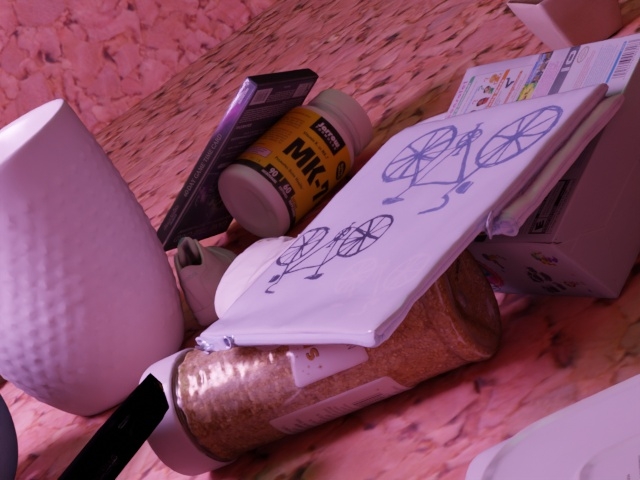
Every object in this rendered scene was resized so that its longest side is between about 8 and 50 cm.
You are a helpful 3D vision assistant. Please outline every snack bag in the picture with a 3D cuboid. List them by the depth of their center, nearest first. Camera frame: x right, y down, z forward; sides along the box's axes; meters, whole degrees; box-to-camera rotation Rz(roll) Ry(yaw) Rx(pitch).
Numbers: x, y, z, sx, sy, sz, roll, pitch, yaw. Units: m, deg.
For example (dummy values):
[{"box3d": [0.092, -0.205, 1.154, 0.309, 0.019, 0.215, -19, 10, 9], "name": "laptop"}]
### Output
[{"box3d": [0.073, -0.011, 1.454, 0.342, 0.037, 0.323, -46, 20, -26], "name": "snack bag"}]

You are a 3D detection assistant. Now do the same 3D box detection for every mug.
[{"box3d": [-0.322, 0.019, 2.023, 0.276, 0.328, 0.374, -30, 17, 17], "name": "mug"}]

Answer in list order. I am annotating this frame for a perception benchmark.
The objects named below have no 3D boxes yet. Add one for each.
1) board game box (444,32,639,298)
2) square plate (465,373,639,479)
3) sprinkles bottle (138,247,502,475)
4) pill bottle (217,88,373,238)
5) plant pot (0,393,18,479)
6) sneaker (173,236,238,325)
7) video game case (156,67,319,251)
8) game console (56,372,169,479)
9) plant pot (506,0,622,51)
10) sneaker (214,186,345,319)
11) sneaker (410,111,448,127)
[{"box3d": [0.206, -0.066, 1.550, 0.303, 0.097, 0.224, 1, 59, 62], "name": "board game box"}, {"box3d": [0.222, 0.172, 1.065, 0.344, 0.049, 0.347, -28, 18, 20], "name": "square plate"}, {"box3d": [-0.006, 0.114, 1.530, 0.355, 0.121, 0.121, -25, 19, 28], "name": "sprinkles bottle"}, {"box3d": [-0.030, -0.107, 2.187, 0.208, 0.119, 0.119, -45, 20, -29], "name": "pill bottle"}, {"box3d": [-0.457, 0.243, 1.845, 0.290, 0.290, 0.195, -28, -18, 21], "name": "plant pot"}, {"box3d": [-0.153, 0.030, 2.087, 0.080, 0.094, 0.212, -35, 16, 4], "name": "sneaker"}, {"box3d": [-0.115, -0.111, 2.202, 0.274, 0.026, 0.196, -57, -15, 21], "name": "video game case"}, {"box3d": [-0.271, 0.276, 1.533, 0.361, 0.044, 0.213, -47, 3, 41], "name": "game console"}, {"box3d": [0.322, -0.294, 2.074, 0.109, 0.096, 0.109, -36, 16, -7], "name": "plant pot"}, {"box3d": [0.000, 0.000, 1.858, 0.292, 0.108, 0.169, -40, 21, -15], "name": "sneaker"}, {"box3d": [0.199, -0.120, 1.877, 0.258, 0.094, 0.091, -28, 35, 34], "name": "sneaker"}]
